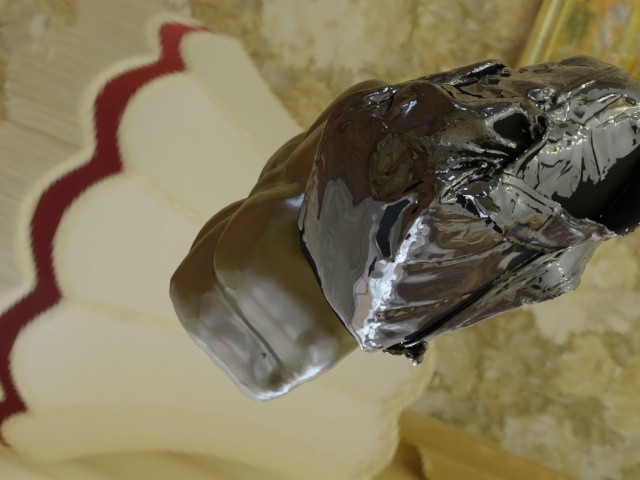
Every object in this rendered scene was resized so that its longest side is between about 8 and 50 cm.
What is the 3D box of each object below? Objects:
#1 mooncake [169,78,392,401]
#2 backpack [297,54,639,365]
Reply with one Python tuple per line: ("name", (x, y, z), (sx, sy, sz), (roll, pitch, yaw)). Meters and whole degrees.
("mooncake", (0.000, 0.000, 1.868), (0.467, 0.262, 0.467), (-42, -172, 7))
("backpack", (0.207, -0.054, 1.496), (0.446, 0.255, 0.363), (-22, 150, -26))
